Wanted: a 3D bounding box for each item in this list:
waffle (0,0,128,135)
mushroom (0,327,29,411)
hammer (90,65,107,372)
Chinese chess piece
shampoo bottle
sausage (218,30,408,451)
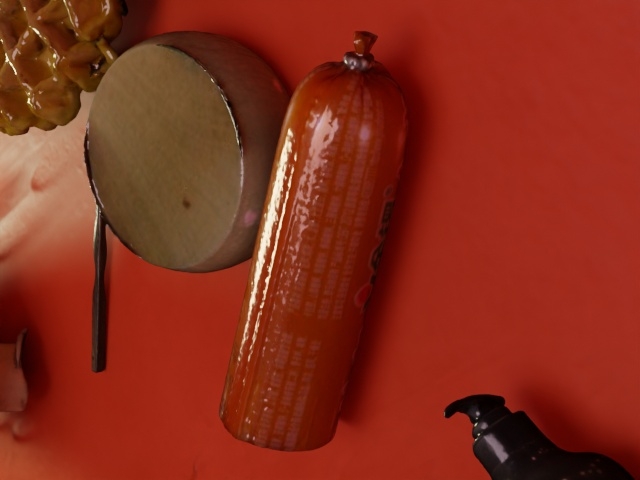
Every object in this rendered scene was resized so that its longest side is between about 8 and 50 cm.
[{"bbox_3d":[-0.251,-0.236,1.158,0.329,0.062,0.329,3,94,46],"label":"waffle"},{"bbox_3d":[-0.377,0.128,1.305,0.246,0.202,0.246,180,90,-87],"label":"mushroom"},{"bbox_3d":[-0.195,-0.018,1.206,0.058,0.029,0.292,22,116,40],"label":"hammer"},{"bbox_3d":[-0.099,-0.068,1.064,0.188,0.083,0.188,9,103,39],"label":"Chinese chess piece"},{"bbox_3d":[0.180,0.209,0.845,0.284,0.101,0.101,52,130,22],"label":"shampoo bottle"},{"bbox_3d":[0.000,0.000,0.976,0.093,0.093,0.312,31,119,35],"label":"sausage"}]
